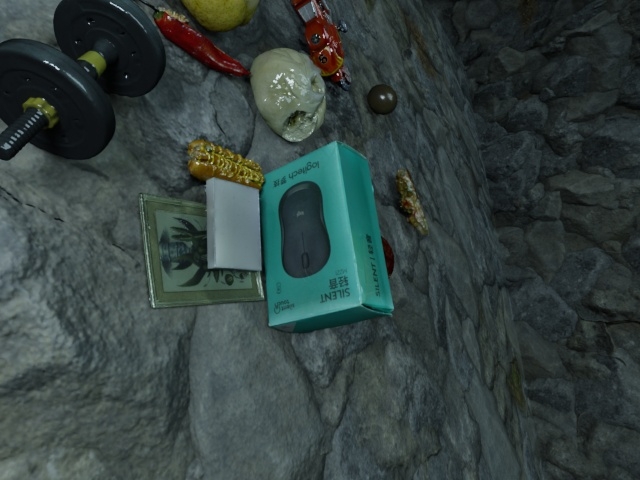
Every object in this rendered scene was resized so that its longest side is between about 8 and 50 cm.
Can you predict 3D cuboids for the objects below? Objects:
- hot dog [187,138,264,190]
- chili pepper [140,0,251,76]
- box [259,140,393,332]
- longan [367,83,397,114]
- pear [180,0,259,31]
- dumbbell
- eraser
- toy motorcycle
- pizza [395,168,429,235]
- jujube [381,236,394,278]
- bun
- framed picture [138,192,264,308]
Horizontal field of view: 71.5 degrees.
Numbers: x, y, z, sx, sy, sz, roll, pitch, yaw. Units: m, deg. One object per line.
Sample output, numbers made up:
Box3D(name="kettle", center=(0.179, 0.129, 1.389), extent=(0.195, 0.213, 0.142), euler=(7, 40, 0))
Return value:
Box3D(name="hot dog", center=(-0.163, -0.125, 0.788), extent=(0.165, 0.045, 0.071), euler=(16, 60, -52))
Box3D(name="chili pepper", center=(-0.230, -0.364, 0.812), extent=(0.059, 0.050, 0.268), euler=(38, 9, 38))
Box3D(name="box", center=(0.000, 0.000, 0.822), extent=(0.118, 0.205, 0.311), euler=(15, 62, -50))
Box3D(name="longan", center=(0.202, -0.464, 1.464), extent=(0.113, 0.092, 0.113), euler=(27, 12, -6))
Box3D(name="pear", center=(-0.187, -0.478, 0.820), extent=(0.178, 0.178, 0.177), euler=(31, 50, -46))
Box3D(name="dumbbell", center=(-0.292, -0.207, 0.548), extent=(0.143, 0.143, 0.325), euler=(47, 40, -33))
Box3D(name="eraser", center=(-0.145, -0.023, 0.747), extent=(0.104, 0.023, 0.150), euler=(10, 72, -51))
Box3D(name="toy motorcycle", center=(0.010, -0.557, 1.222), extent=(0.171, 0.089, 0.298), euler=(-28, 97, -56))
Box3D(name="pizza", center=(0.291, -0.126, 1.452), extent=(0.147, 0.069, 0.226), euler=(-60, 130, -76))
Box3D(name="jujube", center=(0.074, 0.035, 0.975), extent=(0.230, 0.155, 0.155), euler=(32, 49, -56))
Box3D(name="bun", center=(-0.057, -0.320, 0.971), extent=(0.178, 0.128, 0.193), euler=(2, 74, -57))
Box3D(name="framed picture", center=(-0.182, 0.019, 0.719), extent=(0.231, 0.010, 0.172), euler=(5, 71, -55))
